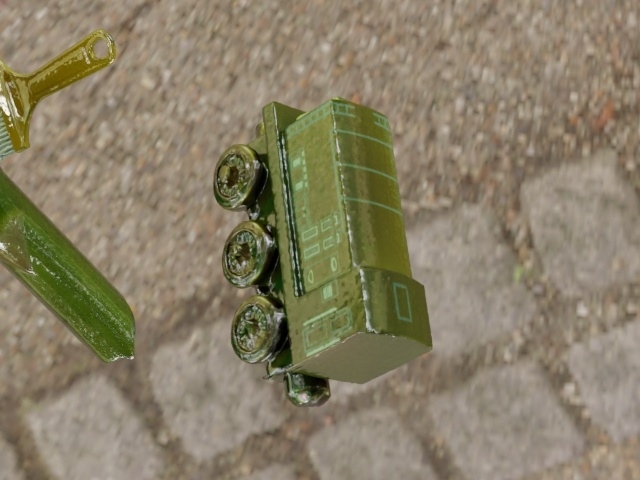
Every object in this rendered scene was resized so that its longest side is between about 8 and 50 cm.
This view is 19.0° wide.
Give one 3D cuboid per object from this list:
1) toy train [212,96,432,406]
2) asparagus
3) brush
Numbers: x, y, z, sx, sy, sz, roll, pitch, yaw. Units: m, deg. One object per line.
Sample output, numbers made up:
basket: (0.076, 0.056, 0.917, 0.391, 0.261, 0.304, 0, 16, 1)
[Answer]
toy train: (0.000, 0.000, 1.348, 0.090, 0.225, 0.137, 14, 149, -41)
asparagus: (-0.243, -0.003, 1.554, 0.060, 0.067, 0.277, -41, 122, 1)
brush: (-0.223, -0.126, 1.530, 0.205, 0.011, 0.083, -22, 86, 46)
